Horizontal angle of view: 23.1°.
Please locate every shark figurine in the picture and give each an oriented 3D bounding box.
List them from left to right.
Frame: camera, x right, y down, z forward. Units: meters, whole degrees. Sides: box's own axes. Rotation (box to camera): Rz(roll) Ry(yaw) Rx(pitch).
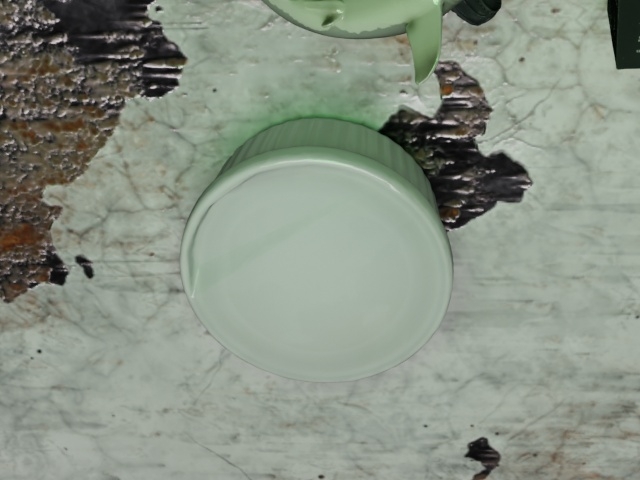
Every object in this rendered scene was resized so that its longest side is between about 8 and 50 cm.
[{"bbox_3d":[0.037,-0.213,1.371,0.278,0.116,0.166,2,89,23],"label":"shark figurine"}]

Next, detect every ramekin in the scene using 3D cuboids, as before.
[{"bbox_3d":[0.000,0.000,1.564,0.273,0.127,0.273,3,125,4],"label":"ramekin"}]

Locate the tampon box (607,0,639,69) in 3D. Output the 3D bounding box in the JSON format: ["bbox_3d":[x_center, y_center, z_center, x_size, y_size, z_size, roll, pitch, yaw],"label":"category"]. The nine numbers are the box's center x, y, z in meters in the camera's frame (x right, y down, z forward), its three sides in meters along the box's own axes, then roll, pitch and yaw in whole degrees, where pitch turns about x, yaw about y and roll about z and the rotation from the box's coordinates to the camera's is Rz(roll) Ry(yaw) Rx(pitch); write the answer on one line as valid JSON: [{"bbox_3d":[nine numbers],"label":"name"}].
[{"bbox_3d":[0.308,-0.247,1.369,0.101,0.120,0.161,0,124,7],"label":"tampon box"}]

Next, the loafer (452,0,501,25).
[{"bbox_3d":[0.112,-0.292,1.383,0.078,0.076,0.223,-17,118,27],"label":"loafer"}]
